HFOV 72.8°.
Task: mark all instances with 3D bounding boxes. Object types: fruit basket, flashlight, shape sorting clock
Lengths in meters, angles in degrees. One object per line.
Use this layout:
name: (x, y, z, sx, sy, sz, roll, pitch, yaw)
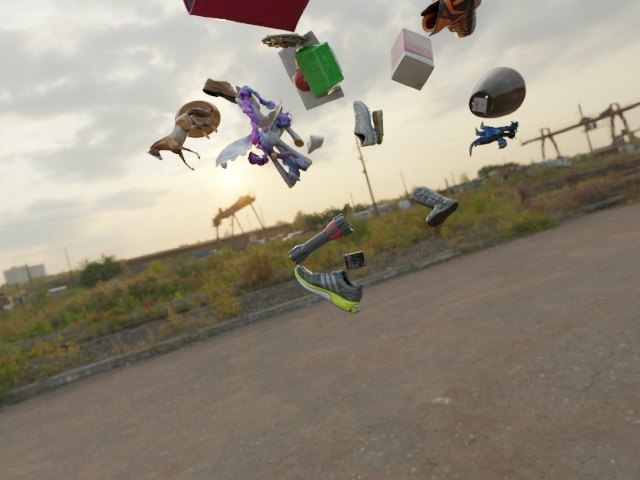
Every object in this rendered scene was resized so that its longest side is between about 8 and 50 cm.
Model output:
fruit basket: (-0.047, -0.824, 2.135, 0.165, 0.327, 0.353, -37, 21, -19)
flashlight: (0.000, 0.000, 1.985, 0.304, 0.103, 0.103, -34, 37, 13)
shape sorting clock: (-0.167, -0.901, 1.966, 0.206, 0.040, 0.206, -4, 15, 1)

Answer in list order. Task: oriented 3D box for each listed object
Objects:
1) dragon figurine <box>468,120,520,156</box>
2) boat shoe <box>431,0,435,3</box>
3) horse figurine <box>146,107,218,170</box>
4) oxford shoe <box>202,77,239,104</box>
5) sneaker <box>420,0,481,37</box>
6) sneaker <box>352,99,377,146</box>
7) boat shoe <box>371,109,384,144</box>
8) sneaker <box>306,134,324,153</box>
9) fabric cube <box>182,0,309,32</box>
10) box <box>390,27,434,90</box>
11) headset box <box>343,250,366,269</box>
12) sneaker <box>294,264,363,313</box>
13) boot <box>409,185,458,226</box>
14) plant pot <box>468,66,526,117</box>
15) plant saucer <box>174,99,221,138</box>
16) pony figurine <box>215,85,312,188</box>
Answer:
dragon figurine: (0.686, -0.409, 1.705, 0.144, 0.085, 0.289, 13, 34, 34)
boat shoe: (0.588, -1.055, 1.749, 0.335, 0.112, 0.096, -36, 37, 24)
horse figurine: (-0.497, -0.386, 1.604, 0.174, 0.263, 0.066, 31, 3, -4)
oxford shoe: (-0.389, -0.636, 1.850, 0.212, 0.076, 0.076, 17, -10, -16)
sneaker: (0.432, -0.764, 1.488, 0.180, 0.125, 0.321, -24, -6, 13)
sneaker: (0.162, -0.462, 1.731, 0.082, 0.191, 0.071, -26, 10, -30)
boat shoe: (0.266, -0.509, 1.953, 0.048, 0.153, 0.056, -19, 18, -26)
sneaker: (-0.023, -0.392, 1.792, 0.061, 0.054, 0.152, -3, -4, -13)
fabric cube: (-0.152, -0.629, 0.890, 0.258, 0.259, 0.254, -9, -22, -36)
box: (0.399, -0.795, 1.902, 0.148, 0.232, 0.127, 15, -38, -13)
headset box: (0.134, 0.081, 1.734, 0.083, 0.062, 0.032, -11, 0, -25)
sneaker: (0.038, 0.159, 1.672, 0.299, 0.121, 0.111, 26, 8, 18)
boot: (0.465, -0.154, 1.888, 0.189, 0.076, 0.208, -32, 45, -22)
plant pot: (0.734, -0.612, 1.866, 0.215, 0.215, 0.230, -12, 17, 49)
plant saucer: (-0.530, -0.531, 1.867, 0.199, 0.200, 0.037, -14, -24, -7)
pony figurine: (-0.190, -0.363, 1.545, 0.302, 0.363, 0.351, -32, 32, 22)
